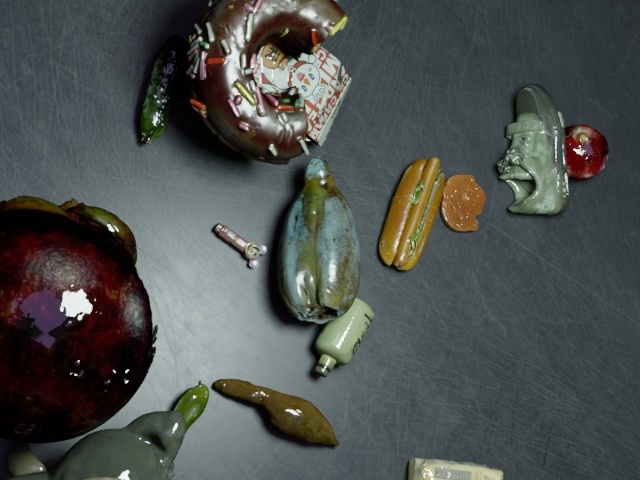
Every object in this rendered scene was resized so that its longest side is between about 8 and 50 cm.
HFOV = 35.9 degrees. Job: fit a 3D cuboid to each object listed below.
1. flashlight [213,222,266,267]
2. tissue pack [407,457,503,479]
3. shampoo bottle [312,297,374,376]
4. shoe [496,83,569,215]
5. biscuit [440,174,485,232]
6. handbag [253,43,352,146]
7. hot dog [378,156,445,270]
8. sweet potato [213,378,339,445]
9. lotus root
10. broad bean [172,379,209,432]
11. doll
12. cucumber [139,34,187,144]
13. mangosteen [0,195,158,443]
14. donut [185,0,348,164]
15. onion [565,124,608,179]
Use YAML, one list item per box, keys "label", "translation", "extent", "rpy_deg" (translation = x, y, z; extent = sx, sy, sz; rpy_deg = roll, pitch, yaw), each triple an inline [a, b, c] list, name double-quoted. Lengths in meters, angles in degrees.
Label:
- label: "flashlight"
  translation: [-0.155, 0.004, 1.888]
  extent: [0.110, 0.031, 0.052]
  rpy_deg: [36, 68, -11]
- label: "tissue pack"
  translation: [0.254, 0.535, 1.905]
  extent: [0.186, 0.090, 0.222]
  rpy_deg: [9, 74, -18]
- label: "shampoo bottle"
  translation: [0.037, 0.189, 1.899]
  extent: [0.079, 0.079, 0.162]
  rpy_deg: [35, 67, -12]
- label: "shoe"
  translation: [0.442, -0.191, 2.129]
  extent: [0.149, 0.109, 0.293]
  rpy_deg: [-9, 86, -29]
- label: "biscuit"
  translation: [0.300, -0.080, 2.098]
  extent: [0.102, 0.019, 0.130]
  rpy_deg: [17, 73, -17]
- label: "handbag"
  translation: [-0.087, -0.318, 1.935]
  extent: [0.298, 0.151, 0.171]
  rpy_deg: [34, 74, -21]
- label: "hot dog"
  translation: [0.191, -0.057, 2.023]
  extent: [0.100, 0.068, 0.249]
  rpy_deg: [25, 71, -16]
- label: "sweet potato"
  translation: [-0.070, 0.315, 1.832]
  extent: [0.269, 0.075, 0.075]
  rpy_deg: [29, 69, -11]
- label: "lotus root"
  translation: [0.000, 0.000, 1.895]
  extent: [0.158, 0.140, 0.322]
  rpy_deg: [-6, 67, 18]
- label: "broad bean"
  translation: [-0.274, 0.362, 1.751]
  extent: [0.053, 0.052, 0.256]
  rpy_deg: [19, 67, 28]
- label: "doll"
  translation: [-0.358, 0.431, 1.522]
  extent: [0.382, 0.378, 0.252]
  rpy_deg: [-21, 98, -11]
- label: "cucumber"
  translation: [-0.300, -0.285, 1.879]
  extent: [0.069, 0.069, 0.227]
  rpy_deg: [19, 76, -17]
- label: "mangosteen"
  translation: [-0.444, 0.127, 1.578]
  extent: [0.381, 0.421, 0.381]
  rpy_deg: [-1, 108, -2]
- label: "donut"
  translation: [-0.105, -0.328, 1.774]
  extent: [0.259, 0.136, 0.345]
  rpy_deg: [22, 83, -27]
- label: "onion"
  translation: [0.569, -0.194, 2.181]
  extent: [0.131, 0.131, 0.131]
  rpy_deg: [5, 77, -21]
